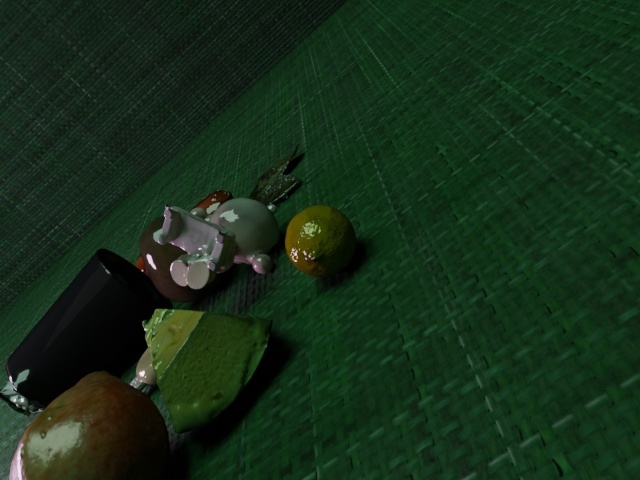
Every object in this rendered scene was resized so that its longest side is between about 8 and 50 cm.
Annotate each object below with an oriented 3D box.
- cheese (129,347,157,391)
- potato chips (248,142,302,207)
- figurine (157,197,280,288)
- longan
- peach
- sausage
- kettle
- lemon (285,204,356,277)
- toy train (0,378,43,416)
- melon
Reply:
[{"bbox_3d":[-0.312,0.239,1.120,0.235,0.050,0.127,-47,24,-9],"label":"cheese"},{"bbox_3d":[-0.106,-0.136,1.446,0.202,0.029,0.220,-31,28,35],"label":"potato chips"},{"bbox_3d":[-0.171,-0.016,1.144,0.182,0.144,0.257,5,16,24],"label":"figurine"},{"bbox_3d":[-0.275,0.034,1.234,0.167,0.187,0.167,-22,42,22],"label":"longan"},{"bbox_3d":[-0.313,0.284,0.843,0.232,0.232,0.232,-36,24,19],"label":"peach"},{"bbox_3d":[-0.328,0.000,1.495,0.330,0.102,0.102,-36,24,17],"label":"sausage"},{"bbox_3d":[-0.500,0.187,1.339,0.308,0.203,0.262,-48,25,0],"label":"kettle"},{"bbox_3d":[0.000,0.000,0.937,0.109,0.109,0.133,-39,17,13],"label":"lemon"},{"bbox_3d":[-0.658,0.295,1.518,0.154,0.115,0.269,-18,35,36],"label":"toy train"},{"bbox_3d":[-0.193,0.165,0.963,0.196,0.124,0.323,-49,18,-13],"label":"melon"}]
